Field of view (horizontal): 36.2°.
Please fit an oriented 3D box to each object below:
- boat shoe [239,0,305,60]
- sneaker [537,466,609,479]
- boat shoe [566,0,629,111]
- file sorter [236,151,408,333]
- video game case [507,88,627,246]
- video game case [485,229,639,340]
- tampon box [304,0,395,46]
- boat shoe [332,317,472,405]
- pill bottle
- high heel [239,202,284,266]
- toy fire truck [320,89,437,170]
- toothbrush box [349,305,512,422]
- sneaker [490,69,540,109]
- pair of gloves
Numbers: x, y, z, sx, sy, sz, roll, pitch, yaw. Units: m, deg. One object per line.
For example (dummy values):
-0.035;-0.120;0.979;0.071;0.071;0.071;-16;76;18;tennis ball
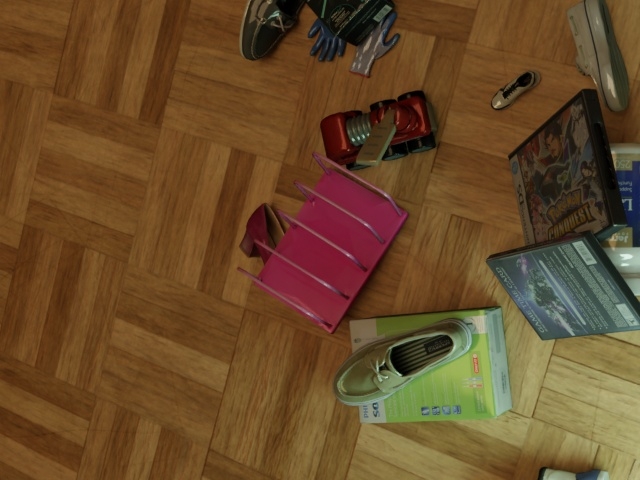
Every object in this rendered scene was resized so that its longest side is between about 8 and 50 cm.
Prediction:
-0.067;-0.525;2.055;0.095;0.112;0.335;30;100;28;boat shoe
0.421;0.561;1.828;0.182;0.127;0.315;10;88;29;sneaker
0.507;-0.335;1.802;0.076;0.083;0.226;-18;71;37;boat shoe
0.000;0.000;1.941;0.202;0.182;0.290;31;86;20;file sorter
0.427;-0.094;1.731;0.275;0.035;0.248;130;136;-64;video game case
0.432;0.087;1.737;0.196;0.026;0.274;53;154;-9;video game case
0.044;-0.497;1.982;0.120;0.101;0.161;-44;70;18;tampon box
0.138;0.224;1.835;0.302;0.094;0.109;-31;76;23;boat shoe
0.522;-0.037;1.746;0.153;0.153;0.264;-1;90;26;pill bottle
-0.071;0.029;2.079;0.244;0.082;0.117;44;119;33;high heel
0.093;-0.201;1.902;0.217;0.246;0.158;-14;84;25;toy fire truck
0.215;0.243;1.917;0.283;0.122;0.206;-8;86;25;toothbrush box
0.369;-0.291;1.880;0.109;0.044;0.040;-40;76;23;sneaker
0.068;-0.430;2.038;0.198;0.023;0.159;27;102;24;pair of gloves
